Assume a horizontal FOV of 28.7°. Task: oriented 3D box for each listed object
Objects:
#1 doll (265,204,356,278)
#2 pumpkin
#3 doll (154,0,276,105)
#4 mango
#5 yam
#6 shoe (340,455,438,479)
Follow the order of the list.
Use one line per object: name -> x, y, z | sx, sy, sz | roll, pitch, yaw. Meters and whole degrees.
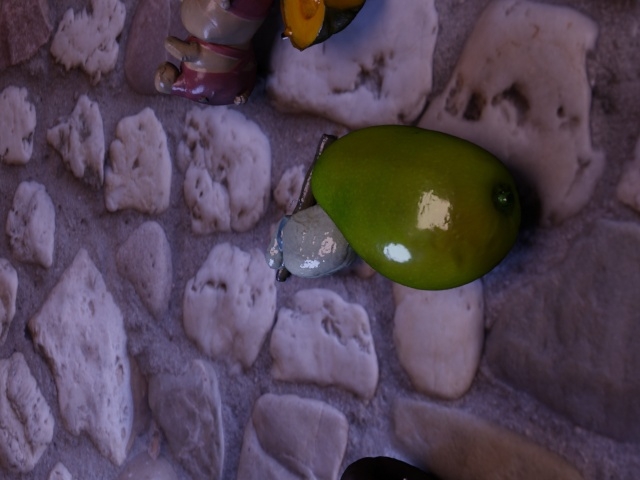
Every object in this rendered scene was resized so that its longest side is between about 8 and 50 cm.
doll -> 0.000, 0.000, 1.735 | 0.214, 0.071, 0.104 | -12, 79, 43
pumpkin -> 0.006, -0.397, 1.758 | 0.163, 0.111, 0.279 | 152, 113, -62
doll -> -0.147, -0.330, 1.859 | 0.196, 0.152, 0.256 | -96, 23, -53
mango -> 0.103, -0.048, 1.560 | 0.343, 0.156, 0.192 | 23, 95, 52
yam -> -0.026, -0.045, 1.804 | 0.027, 0.029, 0.234 | 32, 112, 34
shoe -> 0.128, 0.421, 1.474 | 0.384, 0.171, 0.237 | 46, 125, 50
